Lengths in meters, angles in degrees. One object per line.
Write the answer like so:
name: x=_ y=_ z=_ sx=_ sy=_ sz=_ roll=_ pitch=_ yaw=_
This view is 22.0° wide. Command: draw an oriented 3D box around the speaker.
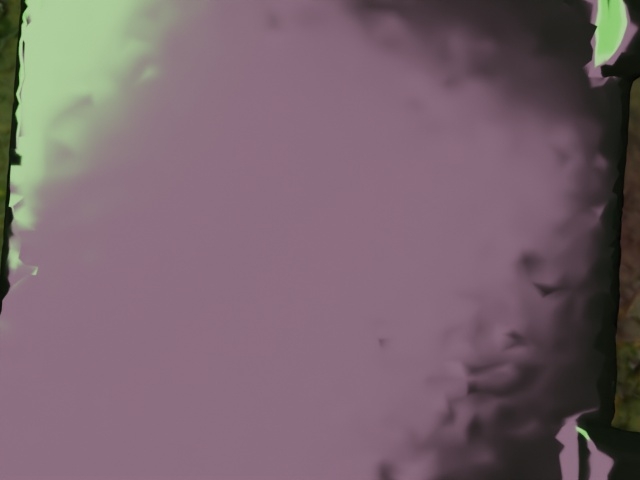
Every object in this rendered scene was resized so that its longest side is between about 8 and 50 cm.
speaker: x=0.000 y=0.000 z=0.655 sx=0.253 sy=0.184 sz=0.232 roll=4 pitch=84 yaw=-9
